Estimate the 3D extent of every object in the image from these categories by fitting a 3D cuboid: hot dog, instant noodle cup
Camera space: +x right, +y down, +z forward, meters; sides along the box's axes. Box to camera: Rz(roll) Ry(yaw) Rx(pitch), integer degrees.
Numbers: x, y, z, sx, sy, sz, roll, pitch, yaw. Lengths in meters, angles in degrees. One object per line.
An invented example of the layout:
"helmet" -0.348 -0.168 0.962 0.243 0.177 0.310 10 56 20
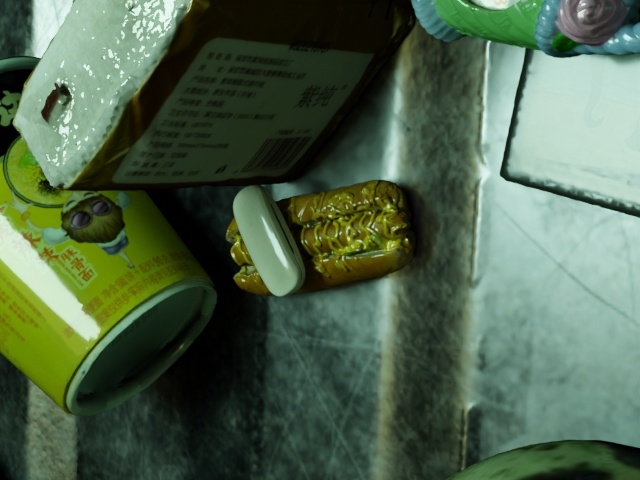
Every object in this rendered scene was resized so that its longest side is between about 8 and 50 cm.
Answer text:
"hot dog" 0.000 0.000 0.812 0.165 0.045 0.071 -11 85 39
"instant noodle cup" -0.213 0.008 0.892 0.236 0.215 0.215 46 119 17

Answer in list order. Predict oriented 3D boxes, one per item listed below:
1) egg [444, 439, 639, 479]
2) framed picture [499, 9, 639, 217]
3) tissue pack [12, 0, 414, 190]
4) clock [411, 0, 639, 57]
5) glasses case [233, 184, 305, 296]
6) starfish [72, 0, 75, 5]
"egg" 0.126 0.289 0.587 0.287 0.287 0.379 11 99 37
"framed picture" 0.246 -0.170 0.628 0.265 0.016 0.347 21 106 35
"tissue pack" -0.063 -0.115 0.736 0.092 0.226 0.183 52 121 25
"clock" 0.149 -0.200 0.632 0.195 0.100 0.194 7 102 40
"glasses case" -0.037 0.000 0.797 0.032 0.021 0.083 -37 70 34
"starfish" -0.142 -0.286 0.890 0.299 0.060 0.302 -31 75 38
